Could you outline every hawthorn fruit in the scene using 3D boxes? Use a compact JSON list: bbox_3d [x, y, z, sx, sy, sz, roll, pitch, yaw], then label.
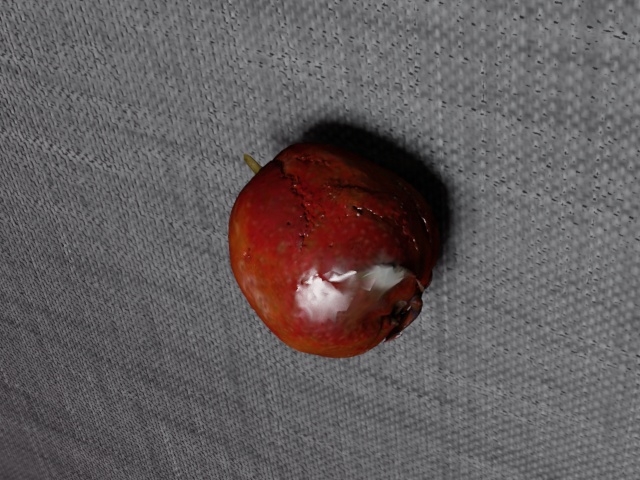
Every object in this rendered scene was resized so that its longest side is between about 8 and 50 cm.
[{"bbox_3d":[0.000,0.000,0.735,0.172,0.148,0.148,40,141,14],"label":"hawthorn fruit"}]
